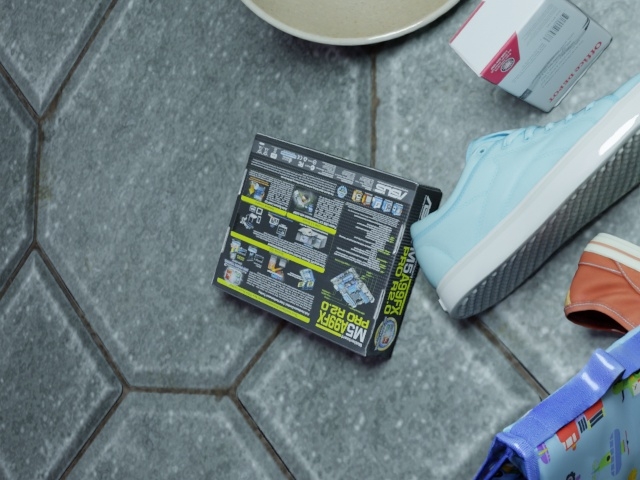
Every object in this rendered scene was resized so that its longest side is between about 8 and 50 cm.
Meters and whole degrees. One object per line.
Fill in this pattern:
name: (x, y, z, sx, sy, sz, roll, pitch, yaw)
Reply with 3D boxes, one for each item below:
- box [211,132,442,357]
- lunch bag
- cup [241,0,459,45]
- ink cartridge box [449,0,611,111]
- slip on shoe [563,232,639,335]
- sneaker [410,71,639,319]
box: (0.000, 0.000, 1.261, 0.270, 0.060, 0.216, 20, 97, 37)
lunch bag: (0.220, 0.217, 0.897, 0.138, 0.221, 0.293, 38, 136, 33)
cup: (0.030, -0.432, 1.164, 0.331, 0.331, 0.237, -38, 39, 27)
ink cartridge box: (0.225, -0.212, 1.063, 0.109, 0.150, 0.063, -51, 54, 20)
slip on shoe: (0.366, 0.102, 0.927, 0.331, 0.123, 0.101, 32, 89, 42)
sneaker: (0.226, -0.080, 1.056, 0.366, 0.135, 0.150, -44, 64, 23)
